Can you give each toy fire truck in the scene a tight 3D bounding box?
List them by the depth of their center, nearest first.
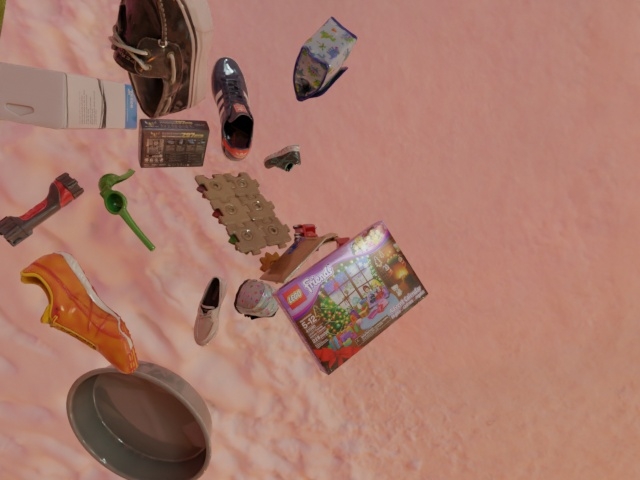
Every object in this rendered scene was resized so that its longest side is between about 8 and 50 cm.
[{"bbox_3d":[0.000,0.000,1.073,0.135,0.192,0.047,-5,110,-5],"label":"toy fire truck"}]

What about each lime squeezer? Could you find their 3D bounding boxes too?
[{"bbox_3d":[-0.477,-0.095,0.993,0.058,0.310,0.110,-33,143,0],"label":"lime squeezer"}]

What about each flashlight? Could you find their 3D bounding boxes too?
[{"bbox_3d":[-1.019,-0.121,1.501,0.103,0.304,0.103,25,147,29],"label":"flashlight"}]

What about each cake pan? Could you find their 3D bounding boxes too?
[{"bbox_3d":[-0.334,0.345,0.787,0.292,0.054,0.294,4,113,10],"label":"cake pan"}]

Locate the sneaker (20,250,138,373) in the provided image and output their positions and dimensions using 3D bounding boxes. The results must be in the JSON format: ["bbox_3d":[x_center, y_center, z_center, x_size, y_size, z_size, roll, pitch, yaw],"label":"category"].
[{"bbox_3d":[-0.286,0.096,0.495,0.175,0.067,0.064,49,138,0],"label":"sneaker"}]

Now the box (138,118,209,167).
[{"bbox_3d":[-0.533,-0.349,1.502,0.232,0.059,0.183,-9,148,-30],"label":"box"}]

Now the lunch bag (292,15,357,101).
[{"bbox_3d":[0.002,-0.399,0.947,0.096,0.129,0.151,39,155,-5],"label":"lunch bag"}]

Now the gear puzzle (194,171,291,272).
[{"bbox_3d":[-0.166,-0.031,1.009,0.339,0.175,0.044,55,131,20],"label":"gear puzzle"}]

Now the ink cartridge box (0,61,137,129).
[{"bbox_3d":[-0.653,-0.363,1.064,0.222,0.307,0.129,10,106,2],"label":"ink cartridge box"}]

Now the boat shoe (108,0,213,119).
[{"bbox_3d":[-0.232,-0.275,0.589,0.121,0.119,0.335,43,160,5],"label":"boat shoe"}]

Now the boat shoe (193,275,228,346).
[{"bbox_3d":[-0.419,0.264,1.566,0.096,0.268,0.088,16,164,8],"label":"boat shoe"}]

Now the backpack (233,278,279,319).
[{"bbox_3d":[-0.228,0.214,1.506,0.181,0.152,0.115,3,162,44],"label":"backpack"}]

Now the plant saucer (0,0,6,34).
[{"bbox_3d":[-0.831,-0.593,1.055,0.037,0.241,0.241,9,132,-42],"label":"plant saucer"}]

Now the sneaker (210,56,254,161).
[{"bbox_3d":[-0.281,-0.446,1.384,0.131,0.148,0.351,-11,97,-23],"label":"sneaker"}]

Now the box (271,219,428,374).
[{"bbox_3d":[0.069,0.116,0.897,0.293,0.057,0.201,-34,93,-20],"label":"box"}]

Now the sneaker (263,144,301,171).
[{"bbox_3d":[-0.131,-0.266,1.416,0.166,0.064,0.076,-16,89,41],"label":"sneaker"}]

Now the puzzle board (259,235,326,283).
[{"bbox_3d":[-0.054,0.037,0.817,0.096,0.128,0.011,-1,130,55],"label":"puzzle board"}]
